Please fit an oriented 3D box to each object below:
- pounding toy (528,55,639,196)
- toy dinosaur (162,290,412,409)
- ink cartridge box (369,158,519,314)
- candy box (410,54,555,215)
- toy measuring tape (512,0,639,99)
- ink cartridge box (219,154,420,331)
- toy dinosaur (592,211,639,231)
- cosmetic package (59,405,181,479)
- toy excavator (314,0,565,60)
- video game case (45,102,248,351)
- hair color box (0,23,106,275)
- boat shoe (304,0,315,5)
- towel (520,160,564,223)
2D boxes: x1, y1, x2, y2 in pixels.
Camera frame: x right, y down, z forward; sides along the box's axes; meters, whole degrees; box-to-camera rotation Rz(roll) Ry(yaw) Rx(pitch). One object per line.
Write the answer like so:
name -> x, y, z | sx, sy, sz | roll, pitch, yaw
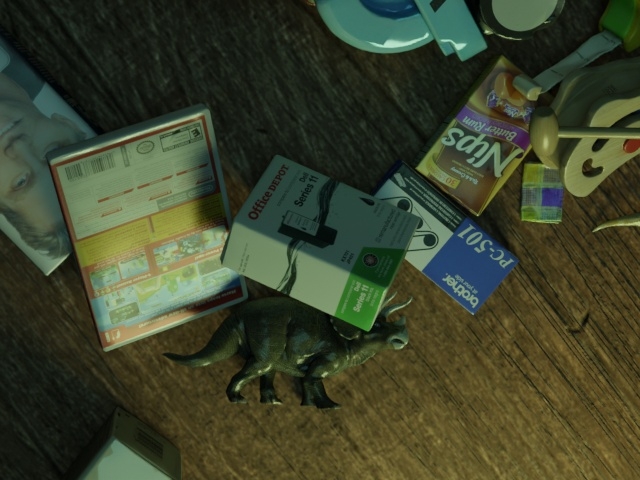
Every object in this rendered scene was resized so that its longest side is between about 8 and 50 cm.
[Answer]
pounding toy -> 0.376, -0.123, 1.696 | 0.269, 0.155, 0.154 | -15, 135, -21
toy dinosaur -> -0.044, 0.137, 1.752 | 0.314, 0.121, 0.160 | 5, 84, -2
ink cartridge box -> 0.153, -0.005, 1.772 | 0.207, 0.046, 0.097 | 39, 93, -9
candy box -> 0.218, -0.138, 1.759 | 0.109, 0.053, 0.186 | 37, 93, -9
toy measuring tape -> 0.382, -0.301, 1.708 | 0.330, 0.121, 0.121 | -31, 99, -12
ink cartridge box -> 0.000, 0.000, 1.678 | 0.208, 0.153, 0.087 | 23, 133, 5
toy dinosaur -> 0.465, -0.038, 1.795 | 0.183, 0.053, 0.092 | 4, 98, -6
cosmetic package -> -0.314, 0.379, 1.716 | 0.113, 0.160, 0.309 | 37, 93, -9
toy excavator -> 0.004, -0.351, 1.586 | 0.445, 0.222, 0.433 | -30, 122, 8
video game case -> -0.210, -0.013, 1.668 | 0.204, 0.025, 0.285 | -20, 123, -16
hair color box -> -0.397, -0.142, 1.672 | 0.174, 0.105, 0.347 | -44, 99, 1
boat shoe -> 0.005, -0.368, 1.715 | 0.049, 0.043, 0.137 | 15, 94, -5
towel -> 0.299, -0.066, 1.797 | 0.060, 0.009, 0.083 | 4, 96, -7
